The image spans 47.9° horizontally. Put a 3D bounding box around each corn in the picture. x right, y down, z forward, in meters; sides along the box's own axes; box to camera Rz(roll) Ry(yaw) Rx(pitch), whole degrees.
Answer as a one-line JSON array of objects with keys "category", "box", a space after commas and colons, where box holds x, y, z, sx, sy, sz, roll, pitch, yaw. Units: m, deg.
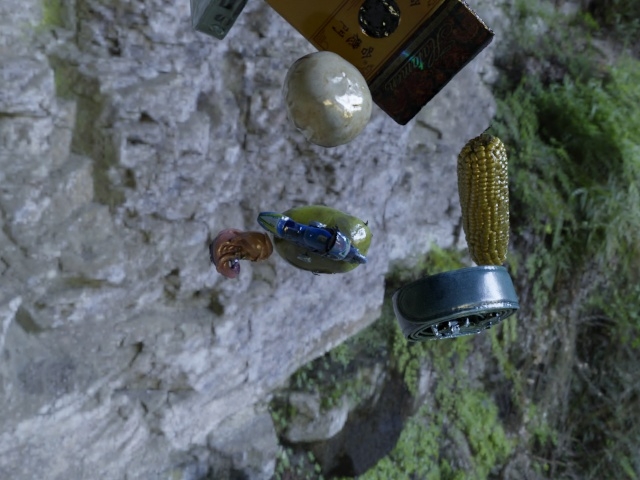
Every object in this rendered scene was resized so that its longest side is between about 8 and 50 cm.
[{"category": "corn", "box": [0.322, -0.075, 1.423, 0.102, 0.310, 0.101, -7, 33, 4]}]

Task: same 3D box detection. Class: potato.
[{"category": "potato", "box": [0.000, 0.000, 1.750, 0.248, 0.169, 0.143, 12, -1, -13]}]

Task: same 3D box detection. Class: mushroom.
[{"category": "mushroom", "box": [0.008, -0.238, 1.234, 0.166, 0.166, 0.127, -11, -15, -41]}]

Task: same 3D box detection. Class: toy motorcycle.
[{"category": "toy motorcycle", "box": [-0.016, -0.003, 1.593, 0.255, 0.092, 0.135, 20, -9, 9]}]

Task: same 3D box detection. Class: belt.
[{"category": "belt", "box": [0.248, 0.126, 1.365, 0.268, 0.116, 0.206, -2, -23, -34]}]

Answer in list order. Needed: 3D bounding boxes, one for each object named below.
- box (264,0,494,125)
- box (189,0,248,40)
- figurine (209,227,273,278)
[{"category": "box", "box": [0.107, -0.456, 1.420, 0.415, 0.264, 0.115, 41, 19, -16]}, {"category": "box", "box": [-0.203, -0.743, 1.744, 0.111, 0.396, 0.396, 11, 56, -30]}, {"category": "figurine", "box": [-0.190, 0.020, 1.673, 0.157, 0.114, 0.126, -23, 40, 39]}]
